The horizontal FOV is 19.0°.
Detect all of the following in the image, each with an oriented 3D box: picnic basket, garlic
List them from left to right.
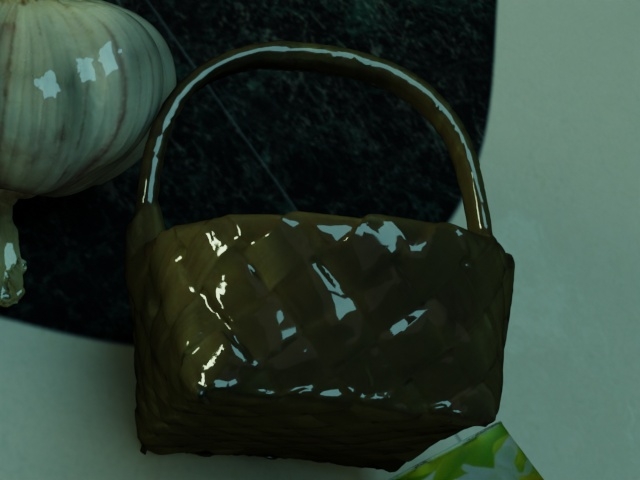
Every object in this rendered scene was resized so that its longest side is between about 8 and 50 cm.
[{"bbox_3d":[-0.237,-0.075,1.480,0.245,0.245,0.253,1,99,-28],"label":"garlic"},{"bbox_3d":[0.000,0.000,1.431,0.293,0.337,0.337,6,59,-13],"label":"picnic basket"}]

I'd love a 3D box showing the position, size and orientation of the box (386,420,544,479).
[{"bbox_3d":[0.087,0.282,1.466,0.260,0.111,0.194,-22,67,-39],"label":"box"}]
